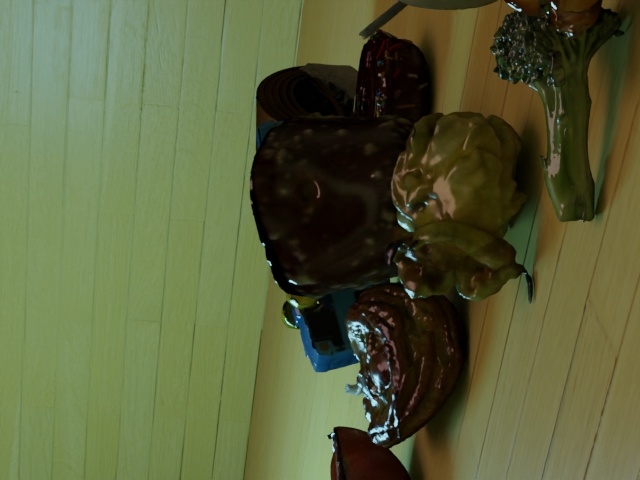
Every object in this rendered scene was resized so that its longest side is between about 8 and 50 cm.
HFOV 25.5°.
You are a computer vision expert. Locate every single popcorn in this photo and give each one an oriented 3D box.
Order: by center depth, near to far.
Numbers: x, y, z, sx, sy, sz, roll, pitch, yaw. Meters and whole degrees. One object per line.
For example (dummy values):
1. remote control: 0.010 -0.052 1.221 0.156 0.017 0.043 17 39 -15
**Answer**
1. popcorn: 0.152 -0.039 1.487 0.168 0.174 0.195 -51 19 37

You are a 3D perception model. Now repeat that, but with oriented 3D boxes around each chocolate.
1. chocolate: 0.066 -0.052 1.730 0.340 0.210 0.225 -16 -80 -73

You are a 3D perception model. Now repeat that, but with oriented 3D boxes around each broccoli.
1. broccoli: 0.211 -0.115 1.244 0.122 0.118 0.204 6 106 62

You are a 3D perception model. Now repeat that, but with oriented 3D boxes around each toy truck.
1. toy truck: 0.000 0.000 2.150 0.161 0.162 0.384 98 158 -72

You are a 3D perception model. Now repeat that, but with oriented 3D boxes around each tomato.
1. tomato: 0.072 0.367 1.946 0.228 0.112 0.199 -96 5 -48

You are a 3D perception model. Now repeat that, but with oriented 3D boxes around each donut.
1. donut: 0.104 -0.194 2.079 0.235 0.089 0.235 -176 90 -83

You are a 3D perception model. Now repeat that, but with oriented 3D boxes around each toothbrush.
1. toothbrush: 0.074 0.226 2.320 0.288 0.024 0.021 121 154 -73

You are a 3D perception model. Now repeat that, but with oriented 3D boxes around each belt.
1. belt: -0.003 -0.201 2.420 0.338 0.217 0.122 -110 19 -63

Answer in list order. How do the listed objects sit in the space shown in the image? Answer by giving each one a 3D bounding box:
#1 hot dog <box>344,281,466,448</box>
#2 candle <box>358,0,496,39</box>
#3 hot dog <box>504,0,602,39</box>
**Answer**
1. hot dog: 0.100 0.161 1.808 0.272 0.122 0.196 121 140 -69
2. candle: 0.138 -0.374 1.455 0.342 0.221 0.221 103 168 -59
3. hot dog: 0.223 -0.327 1.165 0.135 0.100 0.337 5 83 53
